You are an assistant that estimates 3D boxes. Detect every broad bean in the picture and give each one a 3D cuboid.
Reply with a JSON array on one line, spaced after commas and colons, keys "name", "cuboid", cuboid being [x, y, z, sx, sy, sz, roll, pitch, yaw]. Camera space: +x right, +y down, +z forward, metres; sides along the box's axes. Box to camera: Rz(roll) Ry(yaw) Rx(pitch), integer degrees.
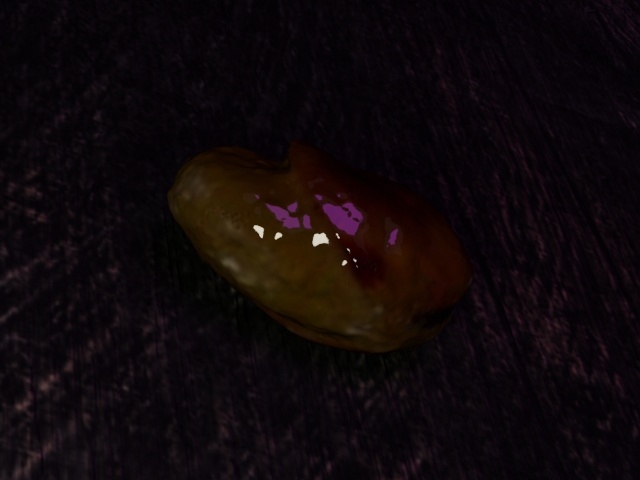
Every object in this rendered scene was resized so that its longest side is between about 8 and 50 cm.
[{"name": "broad bean", "cuboid": [0.002, -0.003, 1.358, 0.228, 0.122, 0.156, 30, 31, -7]}]
